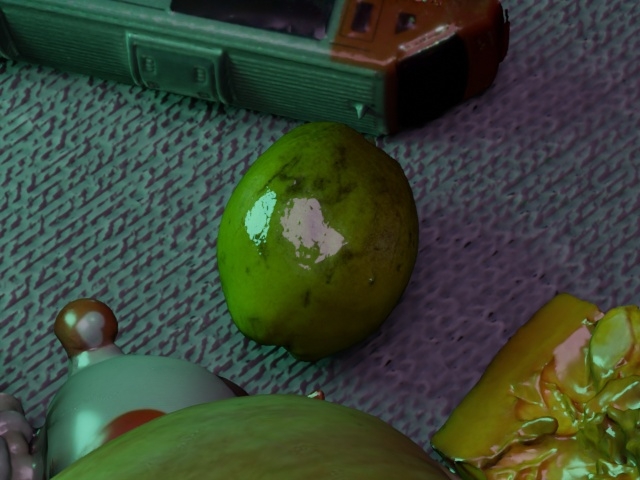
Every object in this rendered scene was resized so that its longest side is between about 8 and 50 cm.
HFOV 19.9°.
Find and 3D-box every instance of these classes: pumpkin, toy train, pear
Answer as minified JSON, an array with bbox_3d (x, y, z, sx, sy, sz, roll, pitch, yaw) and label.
[{"bbox_3d":[0.185,0.119,0.867,0.280,0.190,0.139,39,75,19],"label":"pumpkin"},{"bbox_3d":[-0.099,-0.132,1.053,0.409,0.086,0.089,13,68,9],"label":"toy train"},{"bbox_3d":[0.000,0.000,0.977,0.107,0.107,0.131,25,79,14],"label":"pear"}]

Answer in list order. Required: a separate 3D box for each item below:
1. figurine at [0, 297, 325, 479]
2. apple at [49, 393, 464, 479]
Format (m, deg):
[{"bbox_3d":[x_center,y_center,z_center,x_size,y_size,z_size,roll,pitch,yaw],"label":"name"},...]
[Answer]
[{"bbox_3d":[-0.109,0.116,0.922,0.226,0.160,0.183,-2,66,-7],"label":"figurine"},{"bbox_3d":[-0.008,0.260,0.713,0.391,0.391,0.346,38,87,18],"label":"apple"}]
